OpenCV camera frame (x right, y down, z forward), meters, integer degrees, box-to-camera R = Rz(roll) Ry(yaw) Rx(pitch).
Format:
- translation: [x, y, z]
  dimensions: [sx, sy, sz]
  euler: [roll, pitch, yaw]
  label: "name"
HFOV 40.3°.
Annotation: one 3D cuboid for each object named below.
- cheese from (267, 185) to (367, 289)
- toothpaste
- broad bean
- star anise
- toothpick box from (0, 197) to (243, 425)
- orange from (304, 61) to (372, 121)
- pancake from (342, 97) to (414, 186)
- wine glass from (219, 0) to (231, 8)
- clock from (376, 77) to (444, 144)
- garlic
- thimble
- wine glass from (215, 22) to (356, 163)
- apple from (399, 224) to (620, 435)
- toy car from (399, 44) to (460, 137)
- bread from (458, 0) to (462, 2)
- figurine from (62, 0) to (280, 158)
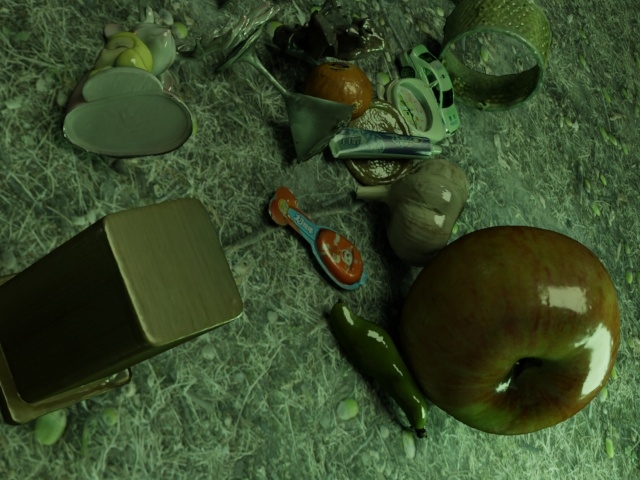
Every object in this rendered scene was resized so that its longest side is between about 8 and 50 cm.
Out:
- translation: [0.000, 0.000, 1.574]
  dimensions: [0.256, 0.037, 0.106]
  euler: [43, 42, -25]
  label: "cheese"
- translation: [0.130, -0.191, 1.755]
  dimensions: [0.268, 0.047, 0.069]
  euler: [1, 93, -27]
  label: "toothpaste"
- translation: [0.119, 0.236, 1.552]
  dimensions: [0.325, 0.075, 0.067]
  euler: [56, 38, -9]
  label: "broad bean"
- translation: [0.016, -0.402, 1.682]
  dimensions: [0.257, 0.198, 0.111]
  euler: [-23, 123, -49]
  label: "star anise"
- translation: [-0.255, 0.079, 1.039]
  dimensions: [0.190, 0.308, 0.188]
  euler: [-14, 81, -48]
  label: "toothpick box"
- translation: [0.036, -0.285, 1.699]
  dimensions: [0.135, 0.135, 0.118]
  euler: [-52, 143, -48]
  label: "orange"
- translation: [0.117, -0.199, 1.787]
  dimensions: [0.199, 0.021, 0.199]
  euler: [8, 75, -29]
  label: "pancake"
- translation: [-0.214, -0.522, 1.582]
  dimensions: [0.195, 0.079, 0.079]
  euler: [51, 41, -18]
  label: "wine glass"
- translation: [0.186, -0.281, 1.911]
  dimensions: [0.191, 0.062, 0.152]
  euler: [-6, 75, -49]
  label: "clock"
- translation: [0.173, -0.072, 1.719]
  dimensions: [0.212, 0.219, 0.219]
  euler: [22, 46, 4]
  label: "garlic"
- translation: [0.416, -0.450, 2.101]
  dimensions: [0.271, 0.270, 0.150]
  euler: [39, 49, -27]
  label: "thimble"
- translation: [-0.066, -0.268, 1.568]
  dimensions: [0.232, 0.156, 0.156]
  euler: [45, 43, -15]
  label: "wine glass"
- translation: [0.343, 0.156, 1.615]
  dimensions: [0.400, 0.400, 0.333]
  euler: [43, 19, -24]
  label: "apple"
- translation: [0.263, -0.348, 2.022]
  dimensions: [0.090, 0.076, 0.224]
  euler: [-32, 95, -52]
  label: "toy car"
- translation: [0.389, -0.710, 2.329]
  dimensions: [0.236, 0.106, 0.140]
  euler: [28, 52, -35]
  label: "bread"
- translation: [-0.224, -0.288, 1.312]
  dimensions: [0.206, 0.284, 0.316]
  euler: [37, 35, -32]
  label: "figurine"
